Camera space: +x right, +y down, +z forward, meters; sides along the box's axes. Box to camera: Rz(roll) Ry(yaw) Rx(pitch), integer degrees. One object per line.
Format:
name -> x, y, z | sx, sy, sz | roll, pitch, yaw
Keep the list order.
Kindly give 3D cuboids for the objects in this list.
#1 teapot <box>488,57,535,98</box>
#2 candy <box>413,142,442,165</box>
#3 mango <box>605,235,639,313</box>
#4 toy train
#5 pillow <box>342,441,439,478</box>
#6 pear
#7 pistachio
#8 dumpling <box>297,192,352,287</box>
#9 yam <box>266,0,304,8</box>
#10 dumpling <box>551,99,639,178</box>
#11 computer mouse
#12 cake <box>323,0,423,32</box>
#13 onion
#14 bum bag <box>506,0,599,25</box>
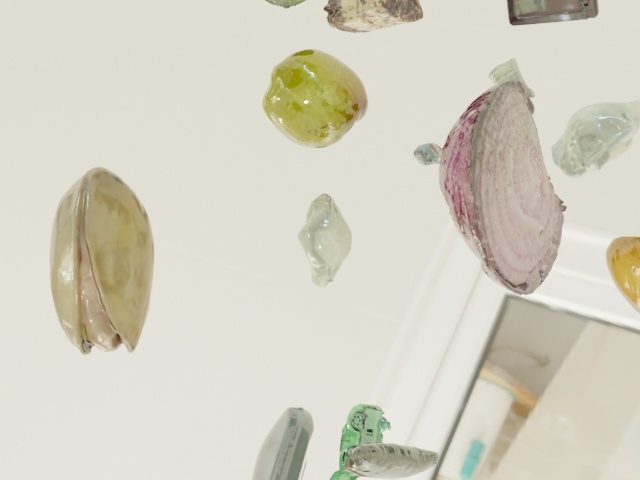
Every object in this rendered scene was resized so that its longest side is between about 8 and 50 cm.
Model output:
teapot -> 0.341, -0.273, 1.680 | 0.083, 0.057, 0.067 | 57, 172, 10
candy -> 0.195, -0.154, 1.705 | 0.045, 0.043, 0.175 | 50, -166, 3
mango -> 0.706, 0.078, 1.841 | 0.350, 0.199, 0.201 | 20, 162, 41
toy train -> 0.070, 0.372, 1.718 | 0.081, 0.149, 0.099 | -5, 165, 39
pillow -> 0.104, 0.362, 1.544 | 0.093, 0.051, 0.241 | -26, 154, 29
pear -> -0.010, -0.276, 1.857 | 0.200, 0.200, 0.200 | 24, 166, 7
pistachio -> -0.342, 0.031, 1.479 | 0.162, 0.293, 0.181 | 0, 172, 1
dumpling -> 0.000, -0.004, 2.422 | 0.166, 0.126, 0.216 | 1, 116, 58
yam -> -0.069, -0.607, 2.042 | 0.168, 0.168, 0.304 | 28, -156, -10
dumpling -> 0.549, -0.194, 1.887 | 0.124, 0.151, 0.229 | 30, 145, -20
computer mouse -> -0.083, 0.446, 1.712 | 0.095, 0.331, 0.197 | 11, 127, 7
cake -> 0.083, -0.429, 1.412 | 0.112, 0.246, 0.135 | -5, 171, 36
onion -> 0.203, -0.053, 1.177 | 0.111, 0.247, 0.250 | -4, 122, 34
bum bag -> 0.407, -0.435, 1.673 | 0.159, 0.026, 0.109 | -2, 130, 17
